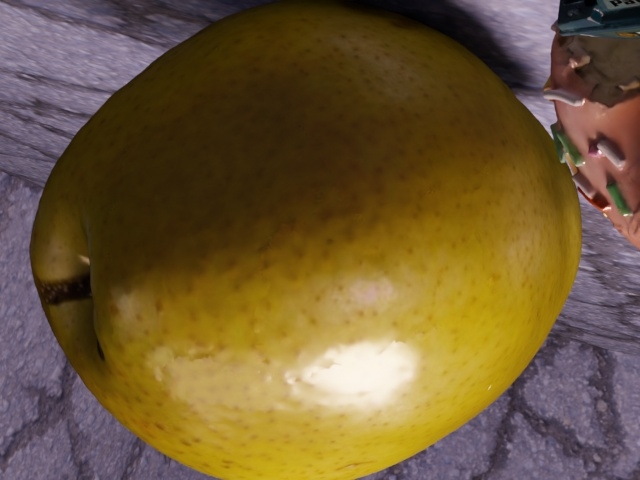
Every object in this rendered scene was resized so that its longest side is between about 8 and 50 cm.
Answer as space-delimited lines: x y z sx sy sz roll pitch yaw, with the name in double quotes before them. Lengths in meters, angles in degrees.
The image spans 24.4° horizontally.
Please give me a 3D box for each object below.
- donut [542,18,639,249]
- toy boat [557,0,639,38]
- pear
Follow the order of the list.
"donut" 0.222 -0.054 0.829 0.085 0.199 0.233 -30 -167 -25
"toy boat" 0.179 -0.138 0.621 0.103 0.092 0.246 11 177 -28
"pear" 0.000 0.000 1.084 0.418 0.362 0.362 -12 -168 -39
